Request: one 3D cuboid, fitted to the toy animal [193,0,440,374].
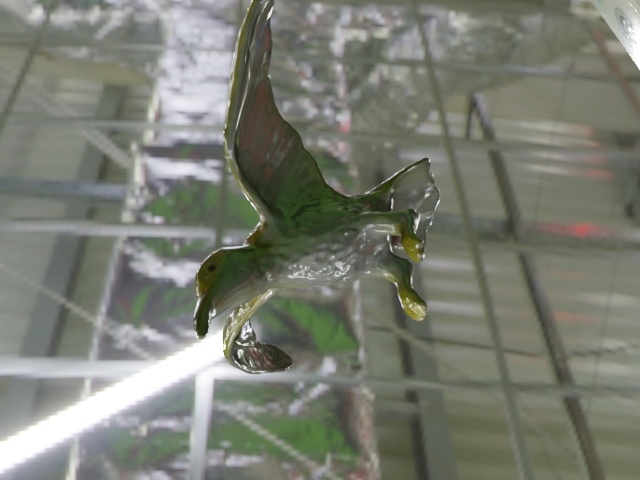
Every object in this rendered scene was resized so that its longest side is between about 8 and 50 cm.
[{"bbox_3d":[0.000,0.000,0.609,0.095,0.219,0.155,6,-153,5],"label":"toy animal"}]

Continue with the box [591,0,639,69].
[{"bbox_3d":[0.198,-0.244,0.869,0.164,0.069,0.256,-30,-108,-2],"label":"box"}]
